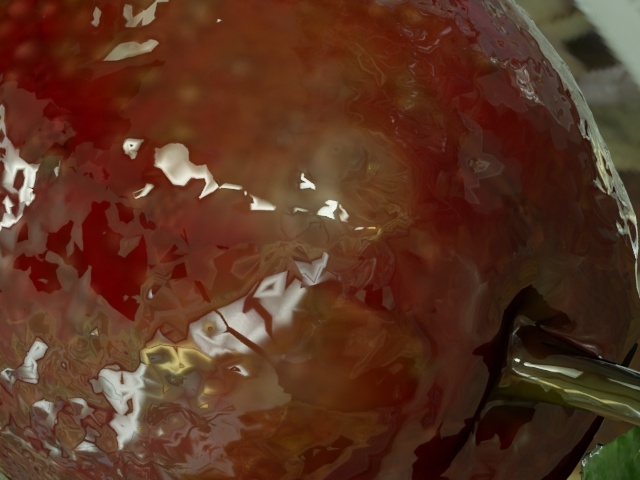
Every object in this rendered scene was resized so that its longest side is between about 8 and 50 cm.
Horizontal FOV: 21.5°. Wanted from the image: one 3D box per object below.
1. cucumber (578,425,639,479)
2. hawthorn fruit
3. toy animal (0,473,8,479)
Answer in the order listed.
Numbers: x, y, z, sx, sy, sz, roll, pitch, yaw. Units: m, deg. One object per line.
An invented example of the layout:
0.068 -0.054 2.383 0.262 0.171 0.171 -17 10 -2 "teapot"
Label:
0.185 0.190 0.711 0.134 0.134 0.244 -42 32 40 "cucumber"
0.000 0.000 0.645 0.369 0.285 0.284 26 85 41 "hawthorn fruit"
-0.128 0.043 1.111 0.174 0.249 0.289 -1 60 40 "toy animal"
